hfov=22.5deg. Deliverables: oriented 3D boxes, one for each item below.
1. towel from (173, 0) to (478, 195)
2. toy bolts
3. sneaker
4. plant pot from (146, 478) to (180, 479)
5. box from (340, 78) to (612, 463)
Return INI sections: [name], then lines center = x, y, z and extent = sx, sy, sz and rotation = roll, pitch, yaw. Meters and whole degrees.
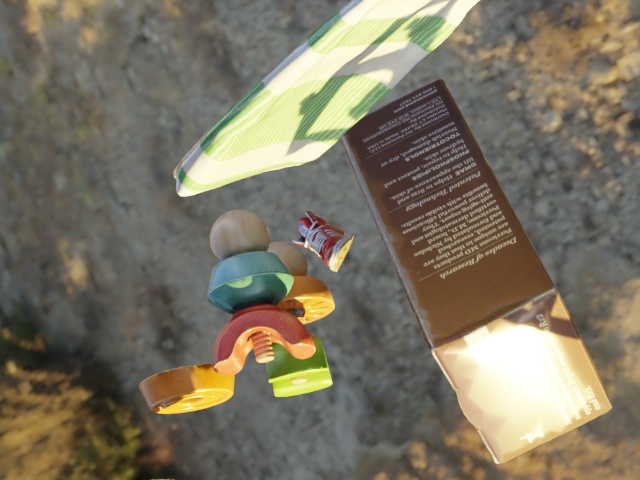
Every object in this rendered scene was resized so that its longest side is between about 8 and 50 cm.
[towel]
center = 0.041, -0.151, 1.300
extent = 0.325, 0.248, 0.038
rotation = -38, 82, 26
[toy bolts]
center = -0.092, 0.069, 1.651
extent = 0.228, 0.218, 0.159
rotation = 90, 169, -72
[sneaker]
center = 0.000, 0.000, 1.838
extent = 0.067, 0.118, 0.042
rotation = 27, 98, 1
[plant pot]
center = -0.160, 0.414, 1.523
extent = 0.276, 0.254, 0.276
rotation = 17, 130, 22
[box]
center = 0.152, 0.021, 1.666
extent = 0.191, 0.143, 0.381
rotation = 59, -172, -40
